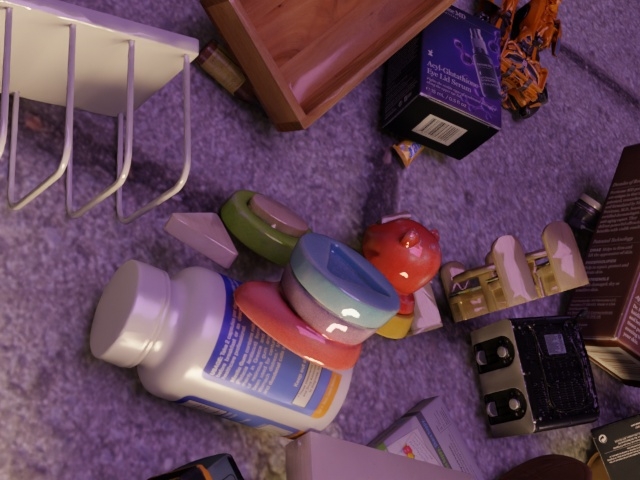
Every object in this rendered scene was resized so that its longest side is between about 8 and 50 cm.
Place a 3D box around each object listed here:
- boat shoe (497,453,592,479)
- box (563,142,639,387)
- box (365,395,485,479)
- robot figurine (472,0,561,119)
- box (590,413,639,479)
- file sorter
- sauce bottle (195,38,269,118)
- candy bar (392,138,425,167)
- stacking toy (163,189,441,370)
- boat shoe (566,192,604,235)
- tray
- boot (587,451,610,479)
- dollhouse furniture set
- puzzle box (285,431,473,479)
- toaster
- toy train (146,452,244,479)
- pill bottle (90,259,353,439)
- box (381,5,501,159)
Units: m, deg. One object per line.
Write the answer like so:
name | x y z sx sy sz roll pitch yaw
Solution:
boat shoe | 0.267 0.432 1.238 0.342 0.123 0.123 -43 131 -41
box | 0.556 0.037 1.525 0.191 0.143 0.381 34 72 -24
box | 0.127 0.314 1.211 0.186 0.038 0.145 -28 91 -40
robot figurine | 0.343 -0.357 1.608 0.211 0.085 0.291 31 56 -23
box | 0.522 0.353 1.389 0.261 0.103 0.184 11 59 -58
file sorter | -0.294 -0.130 0.962 0.277 0.193 0.173 8 70 -35
sauce bottle | -0.111 -0.214 1.233 0.128 0.042 0.042 43 52 -17
candy bar | 0.164 -0.167 1.440 0.040 0.018 0.161 54 51 -8
stacking toy | 0.000 0.000 1.066 0.279 0.130 0.309 39 19 11
boat shoe | 0.515 -0.009 1.636 0.206 0.075 0.065 34 98 -29
tray | 0.046 -0.350 1.261 0.411 0.076 0.203 -44 115 -26
boot | 0.481 0.433 1.425 0.152 0.073 0.197 19 60 -40
dollhouse furniture set | 0.205 0.026 1.275 0.242 0.212 0.161 -15 82 -13
puzzle box | 0.086 0.433 0.998 0.272 0.052 0.409 24 47 -33
toaster | 0.321 0.198 1.357 0.185 0.110 0.168 0 73 -37
toy train | -0.111 0.384 0.943 0.190 0.142 0.334 -28 91 -50
pill bottle | -0.110 0.119 1.030 0.272 0.152 0.152 25 59 -28
box | 0.189 -0.253 1.417 0.153 0.108 0.207 18 59 -23
